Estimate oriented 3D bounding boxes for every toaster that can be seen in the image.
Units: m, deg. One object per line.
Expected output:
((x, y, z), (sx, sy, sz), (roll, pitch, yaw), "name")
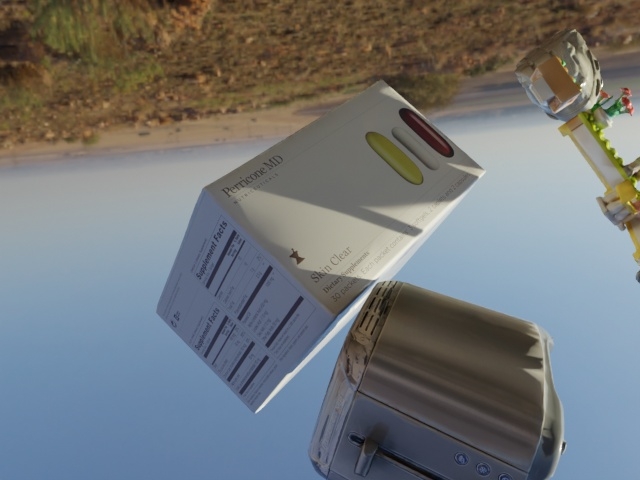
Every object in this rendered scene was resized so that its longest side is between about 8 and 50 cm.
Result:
((0.086, 0.112, 0.491), (0.146, 0.129, 0.227), (21, -158, 9), "toaster")

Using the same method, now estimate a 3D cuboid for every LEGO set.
((0.312, -0.076, 0.629), (0.107, 0.287, 0.132), (-36, 138, 30), "LEGO set")

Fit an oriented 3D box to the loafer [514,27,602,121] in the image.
((0.359, -0.243, 0.991), (0.112, 0.111, 0.319), (-34, -173, 30), "loafer")

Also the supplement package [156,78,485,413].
((0.000, 0.000, 0.646), (0.262, 0.145, 0.204), (-40, 169, -41), "supplement package")
